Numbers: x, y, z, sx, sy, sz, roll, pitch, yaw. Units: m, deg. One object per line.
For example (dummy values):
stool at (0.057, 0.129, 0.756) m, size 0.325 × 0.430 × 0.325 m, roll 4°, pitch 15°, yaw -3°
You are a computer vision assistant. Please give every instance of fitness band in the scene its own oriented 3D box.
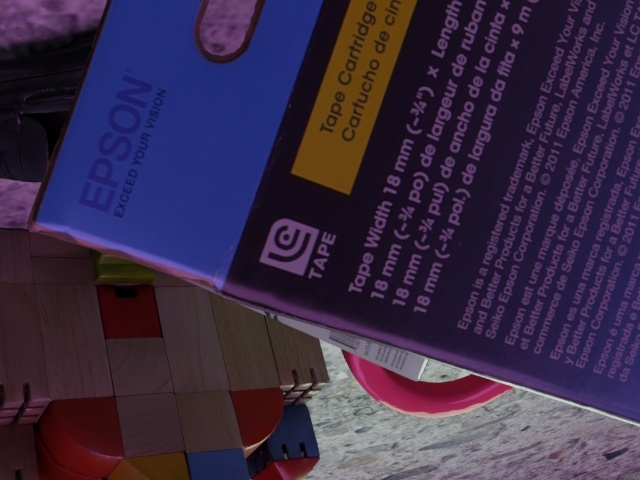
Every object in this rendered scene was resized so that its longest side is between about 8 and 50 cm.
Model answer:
fitness band at (0.144, 0.034, 0.849) m, size 0.209 × 0.054 × 0.291 m, roll 33°, pitch 105°, yaw -31°

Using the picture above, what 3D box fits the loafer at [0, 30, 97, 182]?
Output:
loafer at (-0.173, -0.068, 0.577) m, size 0.223 × 0.078 × 0.076 m, roll -17°, pitch 153°, yaw 2°

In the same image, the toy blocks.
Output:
toy blocks at (-0.137, 0.130, 0.775) m, size 0.381 × 0.261 × 0.191 m, roll 1°, pitch 149°, yaw -31°

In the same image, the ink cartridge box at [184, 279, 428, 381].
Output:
ink cartridge box at (0.000, 0.000, 0.682) m, size 0.208 × 0.087 × 0.153 m, roll 23°, pitch 152°, yaw 7°

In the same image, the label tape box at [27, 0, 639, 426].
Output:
label tape box at (0.071, -0.069, 0.418) m, size 0.334 × 0.240 × 0.106 m, roll 20°, pitch 180°, yaw -22°
